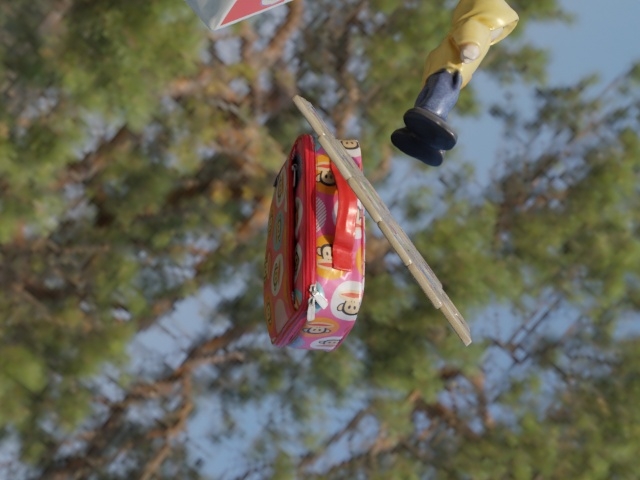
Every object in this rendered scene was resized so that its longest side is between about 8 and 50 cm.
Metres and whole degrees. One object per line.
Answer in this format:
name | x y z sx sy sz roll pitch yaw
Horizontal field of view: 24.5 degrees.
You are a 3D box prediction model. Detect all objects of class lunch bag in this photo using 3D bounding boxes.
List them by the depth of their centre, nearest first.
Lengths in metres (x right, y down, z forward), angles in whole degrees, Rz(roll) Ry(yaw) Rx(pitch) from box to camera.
lunch bag | 0.000 0.000 2.144 0.258 0.120 0.293 125 -32 -62

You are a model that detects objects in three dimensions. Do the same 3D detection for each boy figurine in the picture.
boy figurine | 0.190 -0.237 2.065 0.285 0.092 0.177 -60 -179 -33

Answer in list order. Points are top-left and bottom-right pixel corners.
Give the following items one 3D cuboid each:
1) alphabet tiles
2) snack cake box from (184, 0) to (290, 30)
alphabet tiles | 0.075 -0.026 1.732 0.011 0.342 0.285 -35 180 5
snack cake box | -0.056 -0.376 1.882 0.152 0.089 0.264 -48 171 36
